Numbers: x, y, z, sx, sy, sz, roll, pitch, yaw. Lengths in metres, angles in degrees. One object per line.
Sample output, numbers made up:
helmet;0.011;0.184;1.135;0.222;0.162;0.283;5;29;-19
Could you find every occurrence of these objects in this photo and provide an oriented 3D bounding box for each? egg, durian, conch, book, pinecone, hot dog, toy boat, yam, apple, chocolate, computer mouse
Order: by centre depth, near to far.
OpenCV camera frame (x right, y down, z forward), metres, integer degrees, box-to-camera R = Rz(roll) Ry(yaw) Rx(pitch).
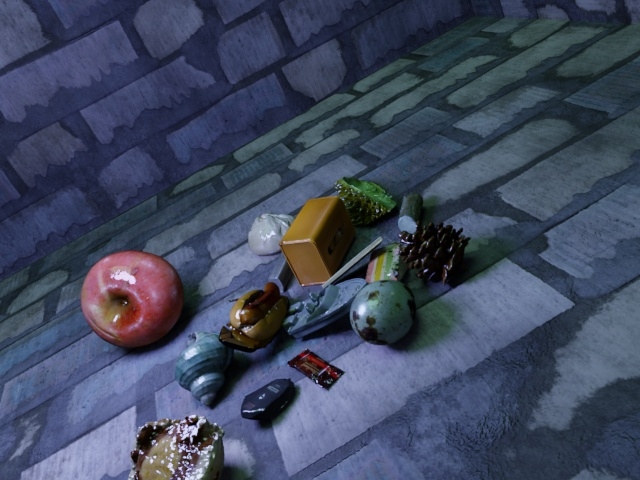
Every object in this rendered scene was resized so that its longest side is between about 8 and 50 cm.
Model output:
computer mouse;-0.139;0.436;1.599;0.172;0.057;0.099;-30;23;-30
egg;0.176;0.190;1.613;0.169;0.169;0.231;-7;17;34
chocolate;-0.018;0.357;1.653;0.086;0.028;0.182;-34;28;-28
pinecone;0.328;0.029;1.752;0.212;0.169;0.185;9;28;31
toy boat;0.023;0.188;1.757;0.319;0.092;0.141;-30;21;35
conch;-0.357;0.371;1.792;0.220;0.195;0.277;-43;46;22
hot dog;-0.194;0.208;1.846;0.194;0.107;0.326;20;28;-4
book;0.102;0.076;1.901;0.241;0.018;0.170;-40;-6;-2
yam;0.316;-0.097;2.080;0.078;0.078;0.179;-12;32;27
apple;-0.677;0.207;2.165;0.363;0.364;0.364;-21;28;12
durian;0.163;-0.185;2.290;0.198;0.163;0.394;-23;21;3

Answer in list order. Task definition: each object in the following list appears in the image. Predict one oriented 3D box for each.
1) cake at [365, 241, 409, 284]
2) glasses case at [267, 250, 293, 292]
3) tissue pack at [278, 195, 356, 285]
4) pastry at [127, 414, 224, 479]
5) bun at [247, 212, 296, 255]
cake;0.205;0.103;1.803;0.109;0.090;0.225;-17;25;21
glasses case;-0.128;0.099;2.144;0.047;0.071;0.205;-11;31;24
tissue pack;0.000;0.000;2.075;0.145;0.194;0.275;-4;36;30
pastry;-0.342;0.568;1.445;0.255;0.170;0.237;-13;50;18
bun;-0.198;-0.041;2.385;0.231;0.133;0.231;-23;26;12
